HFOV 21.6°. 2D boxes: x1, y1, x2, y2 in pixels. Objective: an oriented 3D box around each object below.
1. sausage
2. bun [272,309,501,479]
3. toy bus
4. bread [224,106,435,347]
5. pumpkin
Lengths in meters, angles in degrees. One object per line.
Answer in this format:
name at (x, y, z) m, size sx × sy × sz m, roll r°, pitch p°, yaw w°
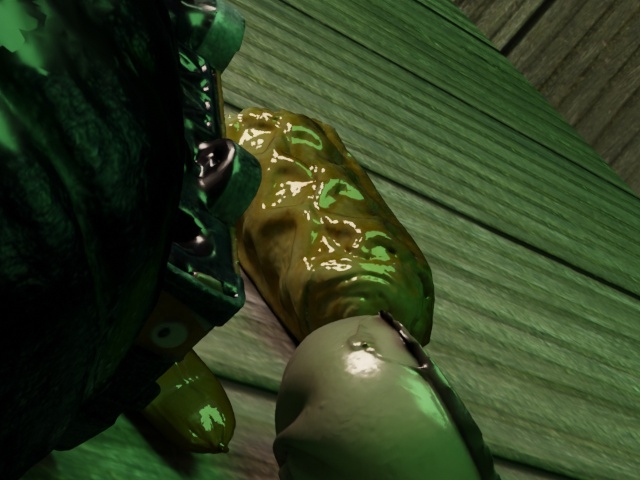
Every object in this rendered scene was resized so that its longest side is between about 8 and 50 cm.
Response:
sausage at (-0.114, 0.072, 1.080) m, size 0.062 × 0.054 × 0.183 m, roll -27°, pitch 65°, yaw -37°
bun at (0.031, 0.139, 1.100) m, size 0.172 × 0.120 × 0.173 m, roll 56°, pitch -8°, yaw 13°
toy bus at (-0.155, -0.053, 0.985) m, size 0.162 × 0.194 × 0.323 m, roll 31°, pitch 31°, yaw -29°
bread at (0.000, 0.000, 1.392) m, size 0.152 × 0.130 × 0.267 m, roll 36°, pitch 14°, yaw -47°
pumpkin at (-0.231, -0.043, 0.652) m, size 0.364 × 0.266 × 0.363 m, roll 8°, pitch 48°, yaw -9°
